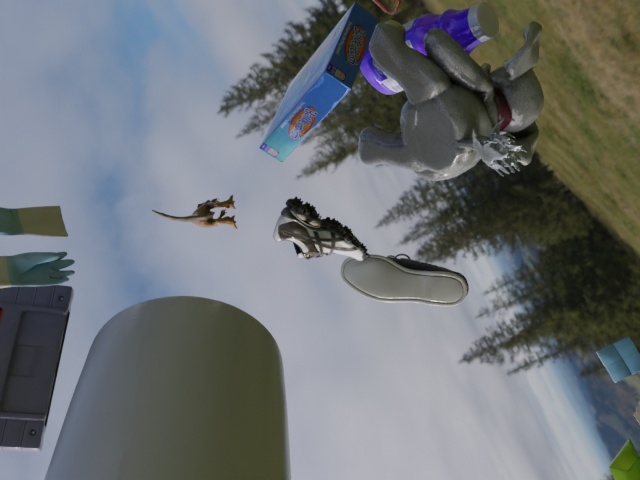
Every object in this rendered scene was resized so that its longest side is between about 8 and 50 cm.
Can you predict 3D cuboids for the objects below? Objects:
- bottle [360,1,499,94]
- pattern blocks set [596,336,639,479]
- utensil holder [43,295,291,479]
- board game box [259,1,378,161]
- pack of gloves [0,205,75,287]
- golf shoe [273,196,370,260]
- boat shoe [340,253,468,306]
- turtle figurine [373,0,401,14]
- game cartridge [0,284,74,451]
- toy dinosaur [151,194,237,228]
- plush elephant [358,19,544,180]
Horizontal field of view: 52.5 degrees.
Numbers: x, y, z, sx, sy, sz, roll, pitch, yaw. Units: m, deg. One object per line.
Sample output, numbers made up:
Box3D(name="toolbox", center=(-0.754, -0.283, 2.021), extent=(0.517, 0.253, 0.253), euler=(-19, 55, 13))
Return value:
Box3D(name="bottle", center=(0.205, -0.370, 1.245), extent=(0.118, 0.283, 0.092), euler=(38, -119, -28))
Box3D(name="pattern blocks set", center=(0.497, 0.245, 0.786), extent=(0.026, 0.285, 0.324), euler=(26, -135, -68))
Box3D(name="utensil holder", center=(-0.195, 0.311, 0.865), extent=(0.327, 0.328, 0.385), euler=(51, -163, -30))
Box3D(name="board game box", center=(-0.005, -0.233, 0.978), extent=(0.047, 0.210, 0.160), euler=(31, -124, -17))
Box3D(name="pack of gloves", center=(-0.614, 0.001, 1.312), extent=(0.232, 0.046, 0.195), euler=(-2, -119, -44))
Box3D(name="golf shoe", center=(0.000, 0.000, 1.206), extent=(0.198, 0.094, 0.077), euler=(30, -167, -24))
Box3D(name="boat shoe", center=(0.169, 0.075, 1.307), extent=(0.079, 0.255, 0.095), euler=(-16, -70, -75))
Box3D(name="turtle figurine", center=(0.096, -0.551, 1.168), extent=(0.269, 0.217, 0.087), euler=(51, -131, -13))
Box3D(name="game cartridge", center=(-0.669, 0.252, 1.359), extent=(0.068, 0.230, 0.355), euler=(124, 151, -59))
Box3D(name="toy dinosaur", center=(-0.214, -0.042, 1.188), extent=(0.211, 0.112, 0.064), euler=(-50, -49, -83))
Box3D(name="plush elephant", center=(0.259, -0.235, 1.104), extent=(0.330, 0.255, 0.271), euler=(32, 138, 36))
